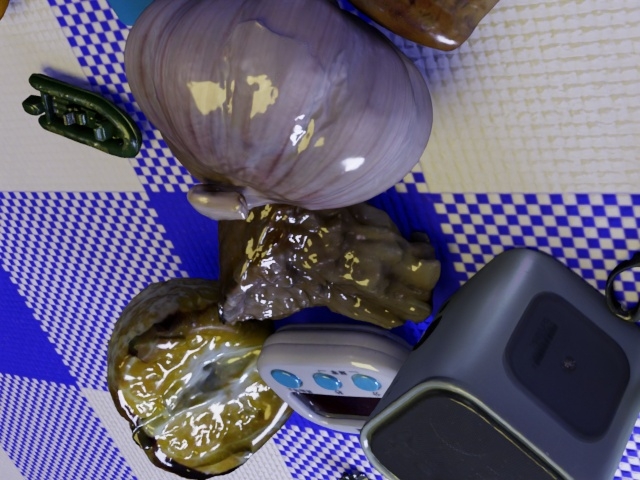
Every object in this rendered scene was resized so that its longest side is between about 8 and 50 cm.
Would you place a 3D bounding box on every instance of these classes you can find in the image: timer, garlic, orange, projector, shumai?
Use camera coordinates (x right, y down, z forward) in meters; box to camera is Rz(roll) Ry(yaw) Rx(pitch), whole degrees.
[{"bbox_3d":[0.049,0.204,1.413,0.262,0.087,0.237,-2,145,34],"label":"timer"},{"bbox_3d":[-0.038,-0.147,0.987,0.322,0.322,0.241,-6,92,41],"label":"garlic"},{"bbox_3d":[-0.191,0.194,1.513,0.210,0.271,0.368,55,170,52],"label":"orange"},{"bbox_3d":[0.230,0.199,1.185,0.248,0.249,0.248,40,140,0],"label":"projector"},{"bbox_3d":[0.003,-0.001,1.278,0.283,0.217,0.346,1,151,-5],"label":"shumai"}]

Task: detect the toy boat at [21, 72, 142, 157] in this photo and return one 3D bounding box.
[{"bbox_3d":[-0.344,-0.179,1.414,0.210,0.052,0.104,22,135,20],"label":"toy boat"}]

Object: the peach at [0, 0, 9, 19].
[{"bbox_3d":[-0.488,-0.339,1.313,0.138,0.138,0.138,21,137,20],"label":"peach"}]

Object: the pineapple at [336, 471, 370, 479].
[{"bbox_3d":[0.091,0.468,1.692,0.159,0.074,0.074,46,141,4],"label":"pineapple"}]

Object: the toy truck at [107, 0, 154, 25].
[{"bbox_3d":[-0.210,-0.417,1.003,0.161,0.162,0.385,1,129,36],"label":"toy truck"}]

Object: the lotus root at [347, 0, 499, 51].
[{"bbox_3d":[0.054,-0.320,0.900,0.291,0.193,0.193,45,140,-17],"label":"lotus root"}]

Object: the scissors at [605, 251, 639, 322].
[{"bbox_3d":[0.389,-0.008,1.048,0.109,0.022,0.300,20,136,16],"label":"scissors"}]
